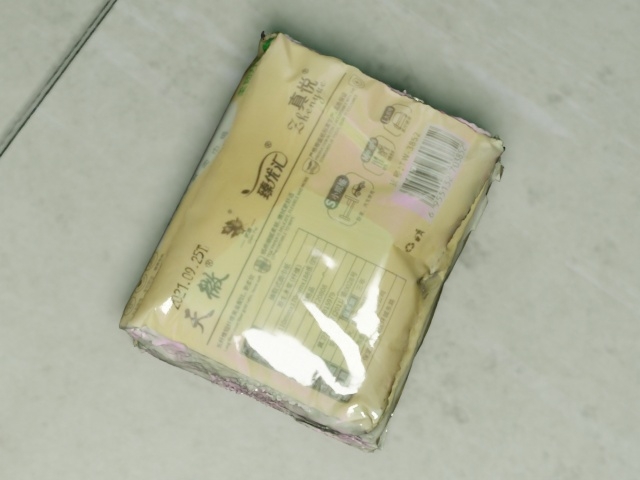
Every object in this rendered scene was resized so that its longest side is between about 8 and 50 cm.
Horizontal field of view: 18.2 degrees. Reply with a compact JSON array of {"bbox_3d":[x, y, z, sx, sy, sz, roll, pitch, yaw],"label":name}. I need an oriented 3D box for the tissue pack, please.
[{"bbox_3d":[0.000,0.000,1.485,0.215,0.123,0.256,25,75,2],"label":"tissue pack"}]
